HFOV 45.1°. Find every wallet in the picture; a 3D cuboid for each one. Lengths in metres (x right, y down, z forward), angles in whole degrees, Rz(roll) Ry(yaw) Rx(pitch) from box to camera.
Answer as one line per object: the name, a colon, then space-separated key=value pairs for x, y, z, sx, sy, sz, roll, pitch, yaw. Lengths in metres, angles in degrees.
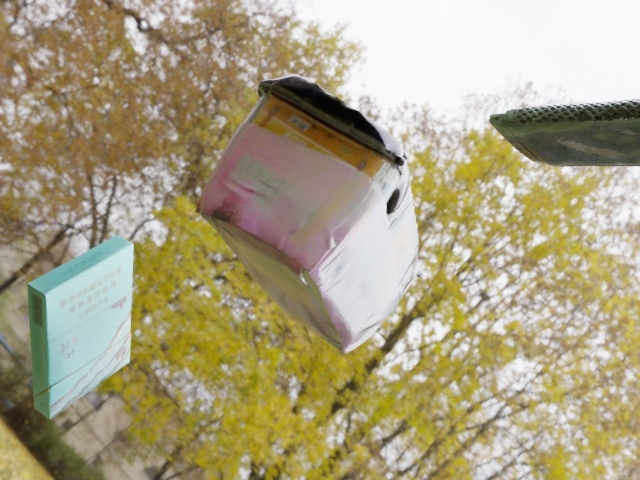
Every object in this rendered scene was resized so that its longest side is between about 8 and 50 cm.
wallet: x=0.510 y=-0.197 z=1.398 sx=0.342 sy=0.075 sz=0.237 roll=5 pitch=-11 yaw=42

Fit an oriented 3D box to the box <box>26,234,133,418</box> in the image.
box: x=-0.334 y=0.123 z=1.093 sx=0.041 sy=0.162 sz=0.229 roll=26 pitch=-54 yaw=22

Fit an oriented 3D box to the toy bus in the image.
toy bus: x=0.000 y=0.000 z=0.852 sx=0.171 sy=0.162 sz=0.386 roll=36 pitch=-11 yaw=21
